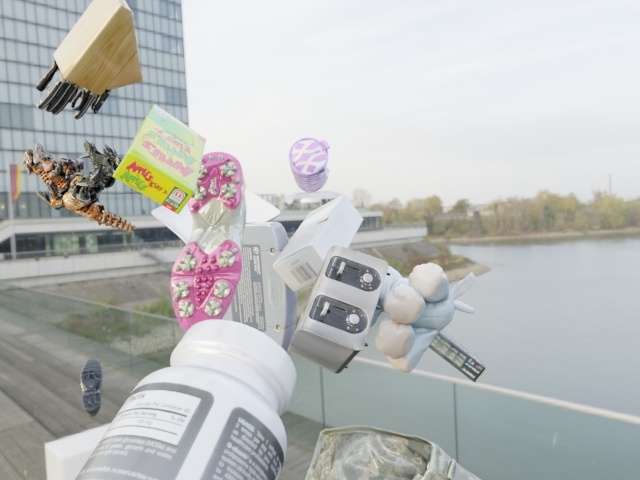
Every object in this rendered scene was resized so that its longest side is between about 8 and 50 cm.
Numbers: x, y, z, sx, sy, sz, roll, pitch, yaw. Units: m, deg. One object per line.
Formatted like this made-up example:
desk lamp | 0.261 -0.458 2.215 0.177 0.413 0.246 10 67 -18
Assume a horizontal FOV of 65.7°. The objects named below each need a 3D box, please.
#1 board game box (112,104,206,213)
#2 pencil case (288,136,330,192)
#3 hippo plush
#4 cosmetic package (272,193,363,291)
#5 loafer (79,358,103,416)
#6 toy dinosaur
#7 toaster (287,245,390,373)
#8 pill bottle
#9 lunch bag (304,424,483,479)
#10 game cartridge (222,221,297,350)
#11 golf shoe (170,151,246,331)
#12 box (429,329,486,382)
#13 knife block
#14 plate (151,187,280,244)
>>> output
board game box | -0.216 -0.118 0.691 0.092 0.043 0.181 33 23 -25
pencil case | -0.021 -0.164 1.083 0.088 0.086 0.206 -40 -3 -4
hippo plush | 0.167 0.113 1.109 0.294 0.234 0.236 -36 45 -28
cosmetic package | 0.000 0.000 1.074 0.117 0.085 0.231 -27 19 31
loafer | -0.669 0.430 1.447 0.062 0.170 0.061 3 -42 -21
toy dinosaur | -0.629 -0.149 1.333 0.322 0.218 0.164 42 3 -27
toaster | 0.029 0.121 0.844 0.110 0.168 0.186 23 -30 1
pill bottle | -0.159 0.280 0.566 0.210 0.210 0.363 -2 37 21
lunch bag | 0.145 0.415 0.785 0.287 0.235 0.169 -29 27 45
game cartridge | -0.148 0.106 1.149 0.198 0.297 0.062 0 8 26
golf shoe | -0.175 0.009 0.856 0.115 0.306 0.140 7 -9 4
box | 0.319 0.266 1.308 0.220 0.051 0.175 37 5 5
knife block | -0.532 -0.404 1.101 0.242 0.088 0.276 -24 -24 -24
plate | -0.303 -0.068 1.449 0.278 0.045 0.277 -33 49 -31
